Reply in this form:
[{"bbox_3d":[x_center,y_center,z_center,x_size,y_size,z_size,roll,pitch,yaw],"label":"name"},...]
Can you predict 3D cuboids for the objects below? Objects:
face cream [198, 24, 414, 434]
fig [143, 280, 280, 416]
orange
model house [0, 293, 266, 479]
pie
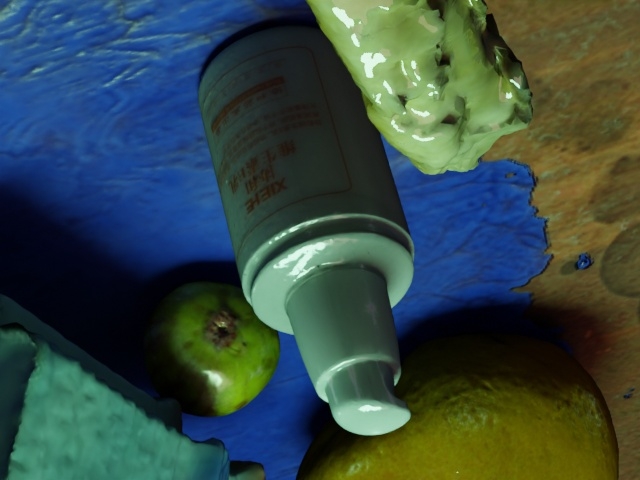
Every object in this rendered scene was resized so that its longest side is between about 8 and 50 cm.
[{"bbox_3d":[0.000,0.000,1.114,0.101,0.251,0.101,-9,143,-7],"label":"face cream"},{"bbox_3d":[-0.078,0.097,1.350,0.093,0.093,0.166,-4,140,-15],"label":"fig"},{"bbox_3d":[0.100,0.186,1.449,0.249,0.183,0.249,-11,143,-8],"label":"orange"},{"bbox_3d":[-0.193,0.199,1.285,0.295,0.251,0.329,-7,157,36],"label":"model house"},{"bbox_3d":[-0.004,-0.179,0.826,0.083,0.339,0.339,-27,142,9],"label":"pie"}]
